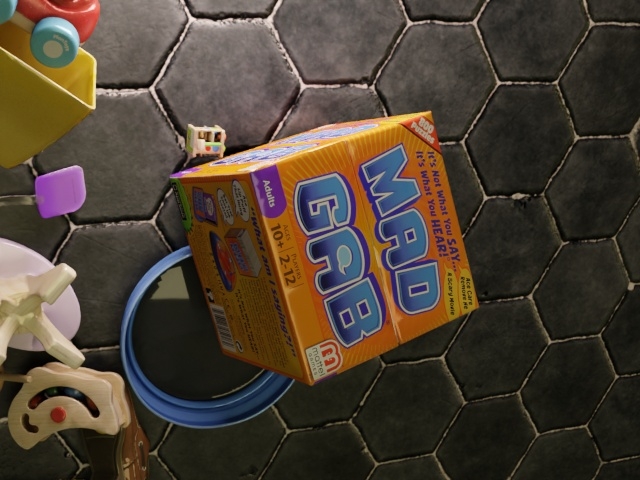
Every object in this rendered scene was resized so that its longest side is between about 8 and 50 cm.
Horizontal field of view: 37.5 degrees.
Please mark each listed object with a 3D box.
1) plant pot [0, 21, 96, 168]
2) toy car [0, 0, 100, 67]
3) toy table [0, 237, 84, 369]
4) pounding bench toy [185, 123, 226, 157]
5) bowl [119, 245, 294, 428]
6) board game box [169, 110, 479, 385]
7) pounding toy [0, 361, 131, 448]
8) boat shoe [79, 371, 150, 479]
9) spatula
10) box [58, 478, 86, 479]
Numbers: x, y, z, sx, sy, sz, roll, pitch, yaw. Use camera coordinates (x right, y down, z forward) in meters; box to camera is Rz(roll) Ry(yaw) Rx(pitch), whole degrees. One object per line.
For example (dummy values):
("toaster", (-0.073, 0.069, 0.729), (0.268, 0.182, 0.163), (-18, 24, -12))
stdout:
("plant pot", (-0.506, -0.246, 1.526), (0.212, 0.212, 0.187), (33, 111, -29))
("toy car", (-0.400, -0.434, 1.451), (0.210, 0.219, 0.238), (34, 115, -29))
("toy table", (-0.537, 0.122, 1.660), (0.274, 0.161, 0.252), (28, 95, -30))
("pounding bench toy", (-0.205, -0.181, 1.741), (0.065, 0.083, 0.052), (0, 108, -23))
("bowl", (-0.206, 0.183, 1.872), (0.391, 0.077, 0.391), (-8, 110, -21))
("board game box", (0.000, 0.000, 1.671), (0.356, 0.356, 0.357), (-21, 102, -26))
("pounding toy", (-0.496, 0.312, 1.721), (0.269, 0.155, 0.154), (9, 93, 7))
("boat shoe", (-0.397, 0.401, 1.860), (0.104, 0.110, 0.307), (-12, 105, -57))
("spatula", (-0.560, -0.066, 1.656), (0.296, 0.030, 0.084), (-12, 114, -20))
("box", (-0.603, 0.635, 1.856), (0.257, 0.079, 0.322), (3, 107, -26))
